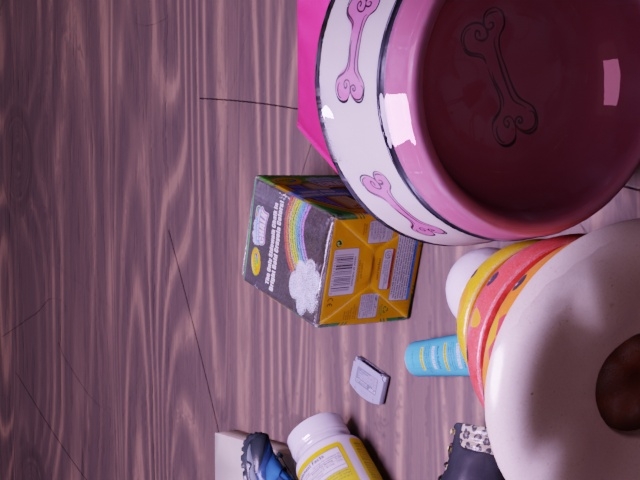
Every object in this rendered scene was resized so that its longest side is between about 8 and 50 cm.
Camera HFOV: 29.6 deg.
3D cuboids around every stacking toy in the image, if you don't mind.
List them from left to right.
[{"bbox_3d":[0.274,0.114,1.455,0.480,0.351,0.350,-150,63,-69],"label":"stacking toy"}]

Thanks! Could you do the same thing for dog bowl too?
[{"bbox_3d":[0.206,-0.181,1.335,0.150,0.408,0.408,21,108,60],"label":"dog bowl"}]

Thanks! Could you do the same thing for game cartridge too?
[{"bbox_3d":[0.078,0.226,1.926,0.083,0.017,0.056,32,114,50],"label":"game cartridge"}]

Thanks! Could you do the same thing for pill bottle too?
[{"bbox_3d":[0.034,0.381,1.904,0.208,0.119,0.119,59,136,36],"label":"pill bottle"}]

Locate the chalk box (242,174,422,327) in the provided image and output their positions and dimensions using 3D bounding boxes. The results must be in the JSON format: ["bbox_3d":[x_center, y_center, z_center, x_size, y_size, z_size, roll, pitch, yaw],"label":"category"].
[{"bbox_3d":[0.000,0.000,1.890,0.289,0.179,0.180,31,117,52],"label":"chalk box"}]

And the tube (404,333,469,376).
[{"bbox_3d":[0.209,0.161,1.715,0.207,0.052,0.080,-13,87,49],"label":"tube"}]

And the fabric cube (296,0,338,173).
[{"bbox_3d":[0.134,-0.223,1.565,0.254,0.259,0.258,49,150,42],"label":"fabric cube"}]

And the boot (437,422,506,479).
[{"bbox_3d":[0.174,0.347,1.691,0.236,0.085,0.178,-3,68,46],"label":"boot"}]

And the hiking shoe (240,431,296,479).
[{"bbox_3d":[-0.030,0.446,1.982,0.113,0.132,0.304,25,-138,-81],"label":"hiking shoe"}]

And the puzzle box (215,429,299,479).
[{"bbox_3d":[-0.100,0.560,2.161,0.272,0.052,0.409,3,93,54],"label":"puzzle box"}]
